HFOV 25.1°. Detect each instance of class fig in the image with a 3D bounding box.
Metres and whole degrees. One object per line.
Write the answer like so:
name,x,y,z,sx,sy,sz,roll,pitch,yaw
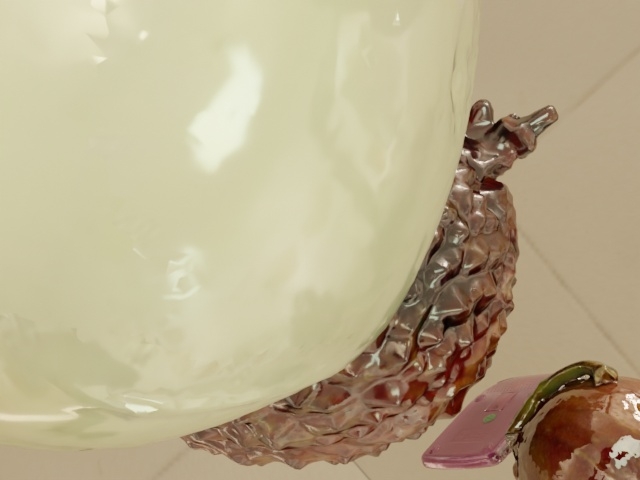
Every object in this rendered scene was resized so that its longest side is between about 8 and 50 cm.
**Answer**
fig,0.264,0.209,1.343,0.205,0.205,0.205,0,90,-6

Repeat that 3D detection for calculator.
calculator,0.207,0.200,1.639,0.190,0.126,0.034,-35,105,-39

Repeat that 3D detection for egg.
egg,-0.082,-0.090,0.491,0.283,0.283,0.345,3,113,-6

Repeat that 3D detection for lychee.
lychee,0.000,0.000,1.366,0.499,0.424,0.425,-22,92,5
